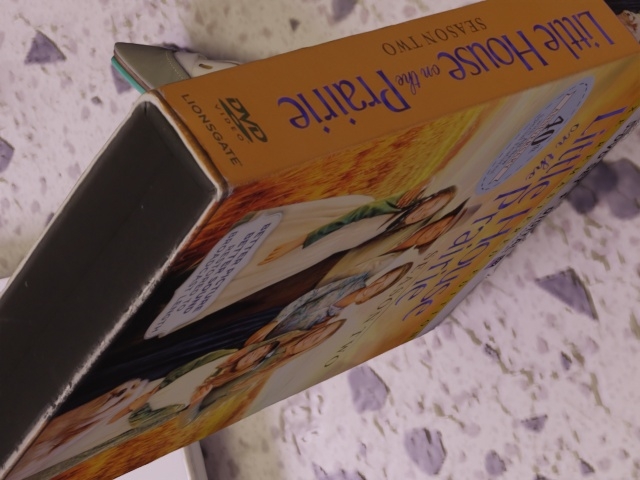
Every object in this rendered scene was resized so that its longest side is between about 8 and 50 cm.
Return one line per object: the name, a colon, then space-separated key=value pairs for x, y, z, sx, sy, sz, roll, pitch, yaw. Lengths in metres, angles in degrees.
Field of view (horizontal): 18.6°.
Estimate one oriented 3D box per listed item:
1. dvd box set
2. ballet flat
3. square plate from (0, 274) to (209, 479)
dvd box set: x=0.000 y=0.000 z=1.022 sx=0.062 sy=0.420 sz=0.307 roll=53 pitch=129 yaw=14
ballet flat: x=-0.053 y=-0.079 z=1.302 sx=0.068 sy=0.072 sz=0.213 roll=-48 pitch=67 yaw=9
square plate: x=-0.194 y=0.190 z=1.502 sx=0.344 sy=0.049 sz=0.347 roll=-11 pitch=94 yaw=44
